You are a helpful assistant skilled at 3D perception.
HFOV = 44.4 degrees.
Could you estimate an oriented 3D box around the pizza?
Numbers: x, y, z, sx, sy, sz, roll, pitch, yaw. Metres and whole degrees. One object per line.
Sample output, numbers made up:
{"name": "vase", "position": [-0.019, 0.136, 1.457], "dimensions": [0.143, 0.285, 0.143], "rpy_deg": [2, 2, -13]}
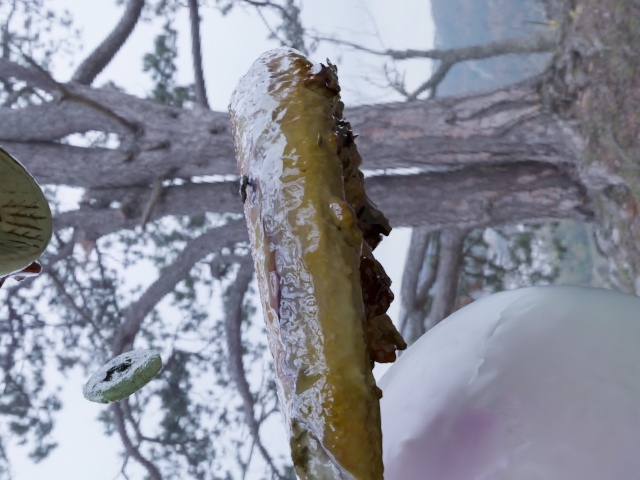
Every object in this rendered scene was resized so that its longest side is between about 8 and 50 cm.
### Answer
{"name": "pizza", "position": [0.000, 0.000, 0.460], "dimensions": [0.161, 0.085, 0.306], "rpy_deg": [88, 172, -56]}

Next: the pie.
{"name": "pie", "position": [-0.194, 0.130, 0.762], "dimensions": [0.084, 0.084, 0.021], "rpy_deg": [-67, -40, -65]}

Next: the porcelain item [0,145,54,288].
{"name": "porcelain item", "position": [-0.308, -0.005, 0.567], "dimensions": [0.253, 0.252, 0.253], "rpy_deg": [9, -90, -83]}

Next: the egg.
{"name": "egg", "position": [0.131, 0.253, 0.490], "dimensions": [0.340, 0.354, 0.355], "rpy_deg": [-42, -33, -40]}
